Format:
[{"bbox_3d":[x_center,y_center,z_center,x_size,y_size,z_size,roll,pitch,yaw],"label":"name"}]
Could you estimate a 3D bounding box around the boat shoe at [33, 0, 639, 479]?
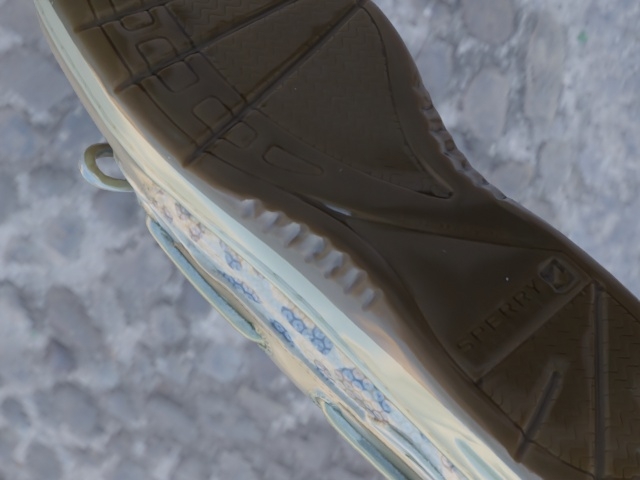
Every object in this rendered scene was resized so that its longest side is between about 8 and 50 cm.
[{"bbox_3d":[0.000,0.000,0.566,0.285,0.105,0.089,49,145,19],"label":"boat shoe"}]
